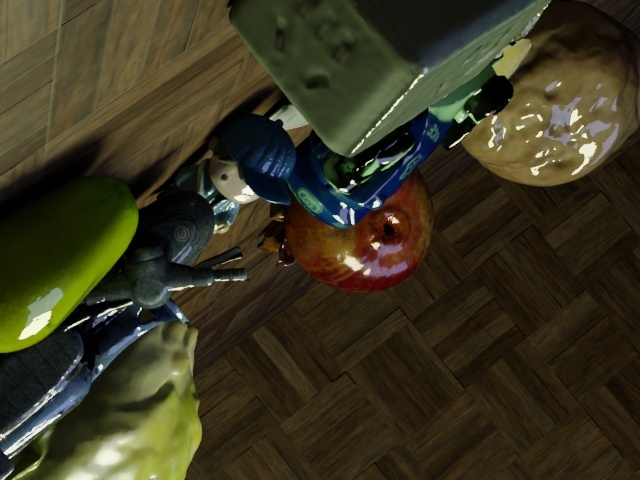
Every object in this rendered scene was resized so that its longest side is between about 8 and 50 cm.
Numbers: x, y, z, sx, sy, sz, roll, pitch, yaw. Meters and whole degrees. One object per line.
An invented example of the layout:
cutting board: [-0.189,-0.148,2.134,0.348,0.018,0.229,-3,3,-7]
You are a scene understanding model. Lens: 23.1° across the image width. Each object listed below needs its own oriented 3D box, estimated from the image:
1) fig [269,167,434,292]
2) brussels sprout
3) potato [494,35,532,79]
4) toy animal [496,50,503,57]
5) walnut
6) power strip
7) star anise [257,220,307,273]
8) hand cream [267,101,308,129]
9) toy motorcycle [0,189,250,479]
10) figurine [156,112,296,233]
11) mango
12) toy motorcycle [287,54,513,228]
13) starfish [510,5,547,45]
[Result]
fig: [0.038,-0.034,1.944,0.205,0.205,0.205,-38,175,-4]
brussels sprout: [-0.258,0.191,1.584,0.316,0.243,0.273,-41,152,-23]
potato: [0.155,-0.197,1.853,0.200,0.081,0.164,-45,164,26]
toy animal: [0.102,-0.187,1.357,0.103,0.131,0.221,-54,174,11]
walnut: [0.294,-0.189,2.036,0.273,0.227,0.273,-35,179,-1]
power strip: [0.073,-0.182,1.092,0.224,0.139,0.140,-35,173,-33]
star anise: [0.006,-0.008,2.181,0.158,0.144,0.140,10,-104,58]
hand cream: [0.004,-0.138,1.588,0.216,0.038,0.052,-22,139,-52]
toy motorcycle: [-0.214,0.083,1.305,0.358,0.125,0.213,-43,-165,-15]
figurine: [-0.084,-0.054,1.440,0.149,0.086,0.087,-31,-152,36]
mango: [-0.206,0.020,1.170,0.163,0.089,0.117,-36,166,-36]
toy motorcycle: [0.075,-0.116,1.504,0.196,0.125,0.331,-37,-175,36]
starfish: [0.326,-0.354,1.571,0.347,0.078,0.357,-29,-156,46]
